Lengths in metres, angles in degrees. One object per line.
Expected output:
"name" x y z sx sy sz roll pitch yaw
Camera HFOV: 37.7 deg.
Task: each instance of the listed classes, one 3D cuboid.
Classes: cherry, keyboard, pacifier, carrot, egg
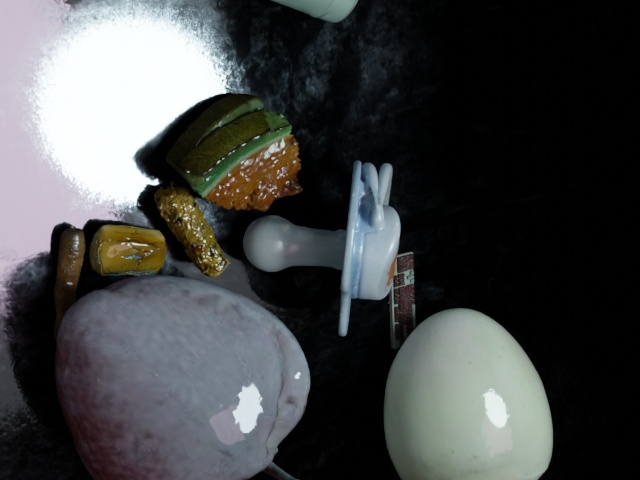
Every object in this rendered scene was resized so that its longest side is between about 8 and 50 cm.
"cherry" -0.181 0.195 1.261 0.326 0.291 0.335 -22 98 -10
"keyboard" 0.142 0.104 1.621 0.055 0.017 0.166 -11 106 -32
"pacifier" 0.000 0.000 1.418 0.233 0.244 0.299 2 145 -1
"carrot" -0.346 0.060 1.275 0.035 0.035 0.165 5 100 -35
"egg" 0.241 0.286 1.569 0.283 0.283 0.345 -13 92 -31

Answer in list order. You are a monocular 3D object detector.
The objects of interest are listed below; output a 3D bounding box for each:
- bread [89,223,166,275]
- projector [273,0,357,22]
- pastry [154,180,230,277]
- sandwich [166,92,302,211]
"bread" -0.268 0.015 1.306 0.106 0.053 0.072 4 101 -40
"projector" -0.100 -0.400 1.300 0.337 0.108 0.108 11 93 -35
"pastry" -0.183 -0.014 1.341 0.056 0.080 0.140 -36 118 -10
"sandwich" -0.124 -0.109 1.355 0.185 0.109 0.160 -38 138 -24
